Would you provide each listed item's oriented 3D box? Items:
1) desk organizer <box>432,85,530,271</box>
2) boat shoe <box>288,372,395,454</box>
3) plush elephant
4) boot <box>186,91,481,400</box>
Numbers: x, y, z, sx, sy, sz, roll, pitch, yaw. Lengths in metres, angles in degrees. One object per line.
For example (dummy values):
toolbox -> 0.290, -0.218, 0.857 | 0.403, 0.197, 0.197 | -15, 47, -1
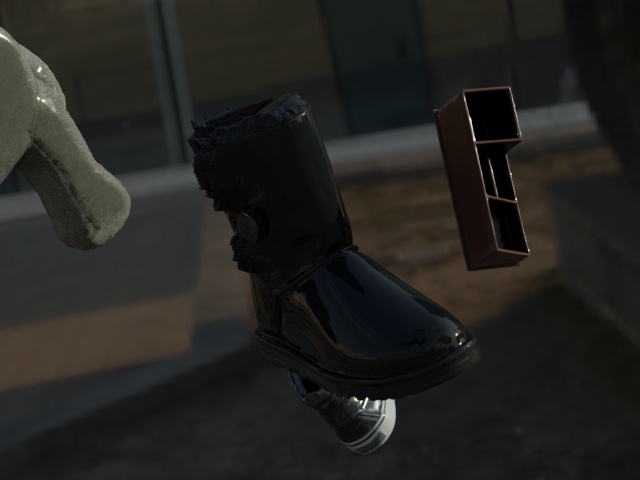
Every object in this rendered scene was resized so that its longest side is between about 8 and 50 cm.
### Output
desk organizer -> 0.127, -0.047, 1.434 | 0.047, 0.130, 0.050 | -6, -14, -23
boat shoe -> 0.016, 0.090, 1.581 | 0.065, 0.083, 0.183 | -35, 31, 18
plush elephant -> -0.370, -0.101, 1.593 | 0.255, 0.330, 0.272 | 2, 29, 43
boot -> 0.000, 0.000, 1.391 | 0.094, 0.207, 0.246 | -28, 20, -27
